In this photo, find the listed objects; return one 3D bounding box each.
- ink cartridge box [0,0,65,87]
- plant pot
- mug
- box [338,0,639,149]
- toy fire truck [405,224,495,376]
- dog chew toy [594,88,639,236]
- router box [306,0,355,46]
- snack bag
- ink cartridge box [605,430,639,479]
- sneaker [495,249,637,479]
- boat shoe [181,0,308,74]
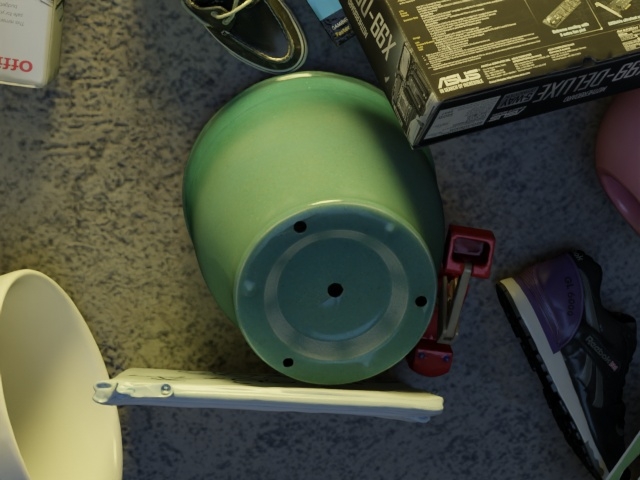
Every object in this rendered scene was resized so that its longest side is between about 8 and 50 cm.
[{"bbox_3d":[-0.321,-0.257,1.154,0.139,0.082,0.191,8,108,-5],"label":"ink cartridge box"},{"bbox_3d":[0.000,0.000,1.148,0.271,0.255,0.272,-2,113,-5],"label":"plant pot"},{"bbox_3d":[-0.407,0.225,1.152,0.328,0.374,0.276,-17,113,9],"label":"mug"},{"bbox_3d":[0.174,-0.234,1.071,0.307,0.076,0.242,-17,68,-21],"label":"box"},{"bbox_3d":[0.133,0.066,1.251,0.047,0.135,0.192,8,107,-5],"label":"toy fire truck"},{"bbox_3d":[0.440,-0.130,1.181,0.332,0.206,0.206,-38,106,0],"label":"dog chew toy"},{"bbox_3d":[0.053,-0.298,1.179,0.179,0.046,0.133,-33,106,7],"label":"router box"},{"bbox_3d":[-0.046,0.155,1.176,0.323,0.342,0.037,4,85,-4],"label":"snack bag"},{"bbox_3d":[0.392,0.264,1.328,0.235,0.056,0.171,22,107,-31],"label":"ink cartridge box"},{"bbox_3d":[0.307,0.145,1.306,0.124,0.107,0.283,-27,107,-1],"label":"sneaker"},{"bbox_3d":[-0.100,-0.242,1.176,0.219,0.070,0.078,41,101,-15],"label":"boat shoe"}]
